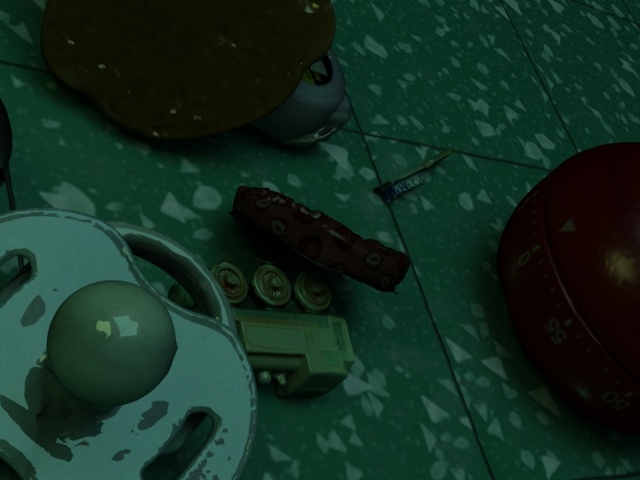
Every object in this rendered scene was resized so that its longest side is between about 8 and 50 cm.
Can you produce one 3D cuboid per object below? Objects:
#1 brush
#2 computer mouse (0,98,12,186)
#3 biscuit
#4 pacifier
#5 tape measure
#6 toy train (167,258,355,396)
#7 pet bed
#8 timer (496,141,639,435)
[{"bbox_3d":[0.133,-0.089,1.284,0.178,0.033,0.030,-29,85,-49],"label":"brush"},{"bbox_3d":[-0.423,-0.063,0.720,0.374,0.114,0.203,-6,64,-35],"label":"computer mouse"},{"bbox_3d":[-0.130,-0.279,1.010,0.312,0.351,0.057,2,14,-17],"label":"biscuit"},{"bbox_3d":[-0.160,0.082,0.722,0.299,0.233,0.244,41,66,-5],"label":"pacifier"},{"bbox_3d":[-0.059,-0.208,1.172,0.178,0.105,0.196,11,51,-44],"label":"tape measure"},{"bbox_3d":[-0.058,0.088,0.936,0.194,0.081,0.125,8,57,-38],"label":"toy train"},{"bbox_3d":[0.000,0.000,1.011,0.201,0.053,0.201,26,5,-2],"label":"pet bed"},{"bbox_3d":[0.414,0.057,1.216,0.378,0.279,0.378,23,47,-27],"label":"timer"}]
